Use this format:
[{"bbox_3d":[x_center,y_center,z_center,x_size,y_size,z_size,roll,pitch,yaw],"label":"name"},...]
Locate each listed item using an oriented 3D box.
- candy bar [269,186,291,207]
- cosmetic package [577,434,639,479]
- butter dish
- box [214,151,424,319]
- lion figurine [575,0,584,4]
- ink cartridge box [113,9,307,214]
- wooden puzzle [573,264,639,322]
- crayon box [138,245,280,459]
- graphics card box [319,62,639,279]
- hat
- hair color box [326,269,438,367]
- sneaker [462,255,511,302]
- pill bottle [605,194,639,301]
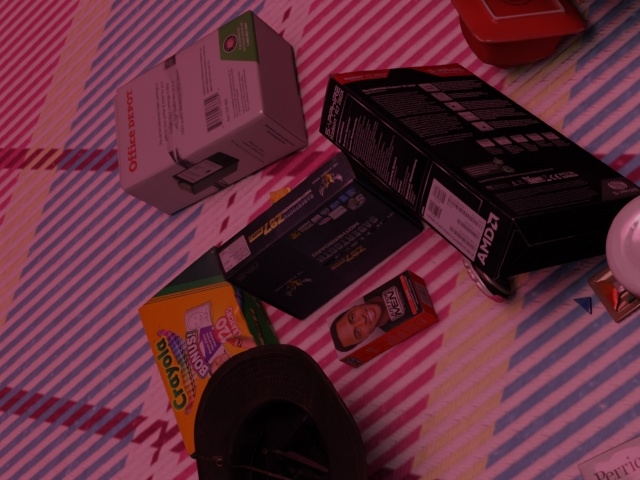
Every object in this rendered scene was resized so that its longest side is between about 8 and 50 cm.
[{"bbox_3d":[-0.060,-0.005,1.732,0.040,0.018,0.161,-17,59,30],"label":"candy bar"},{"bbox_3d":[0.431,0.339,1.070,0.217,0.156,0.385,-34,66,20],"label":"cosmetic package"},{"bbox_3d":[0.256,-0.288,1.569,0.160,0.118,0.160,-10,48,-12],"label":"butter dish"},{"bbox_3d":[0.000,0.000,1.574,0.233,0.183,0.059,-36,53,17],"label":"box"},{"bbox_3d":[0.249,-0.419,1.522,0.392,0.240,0.142,-107,21,-66],"label":"lion figurine"},{"bbox_3d":[-0.182,-0.200,1.843,0.289,0.121,0.211,-25,57,26],"label":"ink cartridge box"},{"bbox_3d":[0.366,0.053,1.389,0.116,0.014,0.078,-45,50,12],"label":"wooden puzzle"},{"bbox_3d":[-0.149,0.166,1.675,0.165,0.081,0.278,-39,51,16],"label":"crayon box"},{"bbox_3d":[0.194,-0.101,1.445,0.371,0.233,0.094,42,131,41],"label":"graphics card box"},{"bbox_3d":[-0.021,0.299,1.486,0.331,0.134,0.331,-3,85,43],"label":"hat"},{"bbox_3d":[0.082,0.107,1.556,0.141,0.043,0.072,-33,54,21],"label":"hair color box"},{"bbox_3d":[0.225,-0.002,1.486,0.075,0.063,0.170,-30,49,30],"label":"sneaker"},{"bbox_3d":[0.401,0.037,1.231,0.121,0.221,0.121,-16,61,31],"label":"pill bottle"}]
